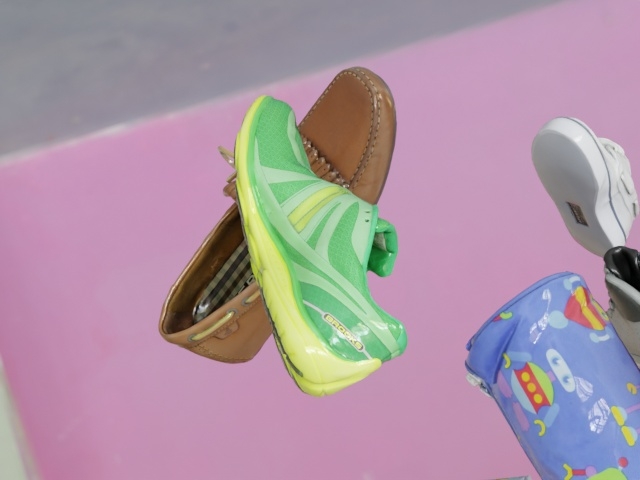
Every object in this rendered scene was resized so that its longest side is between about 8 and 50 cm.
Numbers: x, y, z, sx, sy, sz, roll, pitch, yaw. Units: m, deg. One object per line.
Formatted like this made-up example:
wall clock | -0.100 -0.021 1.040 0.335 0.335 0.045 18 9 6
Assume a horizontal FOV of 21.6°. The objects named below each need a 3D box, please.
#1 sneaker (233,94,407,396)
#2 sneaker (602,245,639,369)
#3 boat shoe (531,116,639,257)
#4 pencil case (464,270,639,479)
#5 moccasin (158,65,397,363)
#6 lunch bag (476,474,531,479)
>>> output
sneaker | 0.000 0.000 1.421 0.123 0.295 0.109 -14 146 -5
sneaker | 0.308 0.063 1.683 0.086 0.132 0.228 -30 -168 -20
boat shoe | 0.310 -0.077 1.920 0.084 0.095 0.258 -54 150 -16
pencil case | 0.232 0.177 1.409 0.133 0.306 0.119 -34 163 17
moccasin | -0.052 -0.032 1.855 0.147 0.139 0.380 16 121 -48
lunch bag | 0.181 0.280 1.667 0.071 0.083 0.053 -10 -165 24
